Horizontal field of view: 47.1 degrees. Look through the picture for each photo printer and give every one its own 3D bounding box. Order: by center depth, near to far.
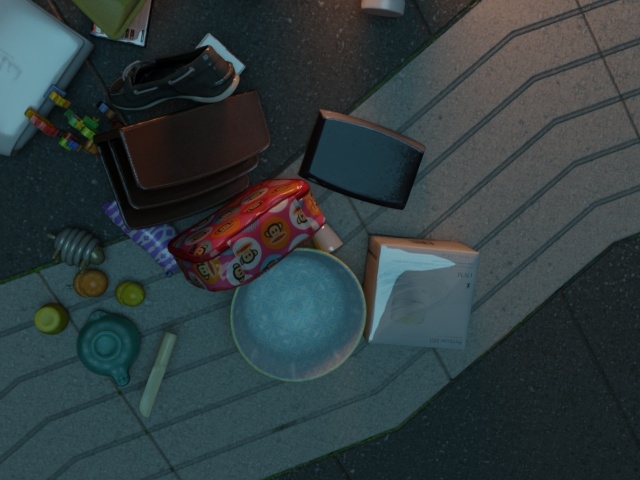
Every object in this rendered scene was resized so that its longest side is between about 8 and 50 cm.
[{"bbox_3d":[-0.643,-0.341,1.460,0.256,0.107,0.307,36,93,-12],"label":"photo printer"}]

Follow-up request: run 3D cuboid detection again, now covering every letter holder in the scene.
[{"bbox_3d":[-0.256,-0.153,1.460,0.302,0.152,0.214,-24,105,-32],"label":"letter holder"}]

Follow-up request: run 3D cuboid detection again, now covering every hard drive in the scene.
[{"bbox_3d":[0.095,-0.175,1.615,0.255,0.054,0.171,18,97,-10],"label":"hard drive"}]

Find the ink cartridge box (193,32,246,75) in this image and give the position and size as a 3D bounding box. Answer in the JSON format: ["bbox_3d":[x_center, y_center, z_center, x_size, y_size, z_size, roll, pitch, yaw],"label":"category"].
[{"bbox_3d":[-0.205,-0.367,1.501,0.099,0.135,0.056,40,95,-12],"label":"ink cartridge box"}]

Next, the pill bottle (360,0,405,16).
[{"bbox_3d":[0.141,-0.584,1.517,0.124,0.124,0.221,7,98,-9],"label":"pill bottle"}]

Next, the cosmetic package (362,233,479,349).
[{"bbox_3d":[0.214,0.114,1.639,0.224,0.138,0.224,5,100,-8],"label":"cosmetic package"}]

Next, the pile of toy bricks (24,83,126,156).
[{"bbox_3d":[-0.465,-0.221,1.462,0.118,0.105,0.212,-52,139,4],"label":"pile of toy bricks"}]

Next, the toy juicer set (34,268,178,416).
[{"bbox_3d":[-0.436,0.199,1.597,0.329,0.089,0.209,40,79,-4],"label":"toy juicer set"}]

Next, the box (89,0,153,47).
[{"bbox_3d":[-0.398,-0.510,1.500,0.114,0.036,0.206,11,98,-9],"label":"box"}]

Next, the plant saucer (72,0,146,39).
[{"bbox_3d":[-0.399,-0.614,1.384,0.333,0.081,0.333,45,116,-2],"label":"plant saucer"}]

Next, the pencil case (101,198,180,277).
[{"bbox_3d":[-0.367,-0.021,1.568,0.206,0.088,0.086,49,54,-12],"label":"pencil case"}]

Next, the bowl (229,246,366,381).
[{"bbox_3d":[-0.056,0.144,1.597,0.290,0.156,0.289,-1,100,-8],"label":"bowl"}]

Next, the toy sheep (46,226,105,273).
[{"bbox_3d":[-0.517,0.016,1.549,0.132,0.091,0.091,25,95,-6],"label":"toy sheep"}]

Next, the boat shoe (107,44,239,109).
[{"bbox_3d":[-0.305,-0.325,1.426,0.095,0.335,0.112,55,49,-42],"label":"boat shoe"}]

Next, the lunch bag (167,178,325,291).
[{"bbox_3d":[-0.159,-0.017,1.511,0.293,0.258,0.120,-36,111,-22],"label":"lunch bag"}]

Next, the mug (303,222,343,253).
[{"bbox_3d":[0.002,-0.001,1.631,0.078,0.062,0.064,-31,94,-8],"label":"mug"}]
